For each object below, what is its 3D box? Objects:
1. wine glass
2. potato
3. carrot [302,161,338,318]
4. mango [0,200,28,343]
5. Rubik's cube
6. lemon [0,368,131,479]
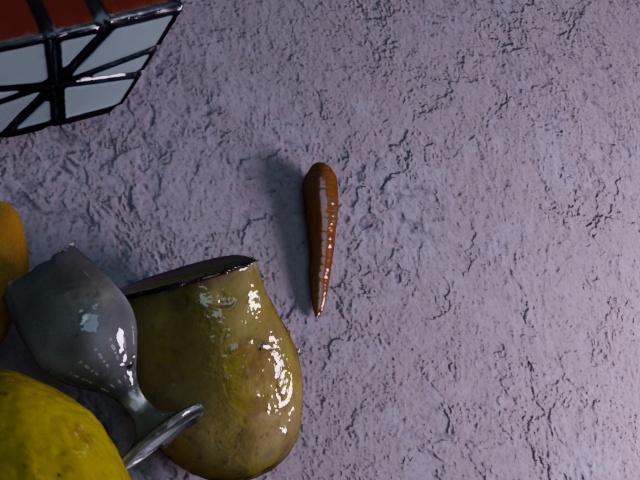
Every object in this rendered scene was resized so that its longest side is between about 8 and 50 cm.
[{"bbox_3d":[-0.243,0.128,1.625,0.126,0.126,0.241,-34,80,-32],"label":"wine glass"},{"bbox_3d":[-0.127,0.159,1.758,0.229,0.229,0.266,-16,91,-30],"label":"potato"},{"bbox_3d":[0.000,0.000,1.965,0.048,0.048,0.216,7,71,-22],"label":"carrot"},{"bbox_3d":[-0.449,0.081,1.655,0.187,0.144,0.359,32,51,15],"label":"mango"},{"bbox_3d":[-0.377,-0.303,1.779,0.293,0.288,0.283,-15,76,-31],"label":"Rubik's cube"},{"bbox_3d":[-0.350,0.300,1.491,0.350,0.350,0.387,15,43,-18],"label":"lemon"}]
